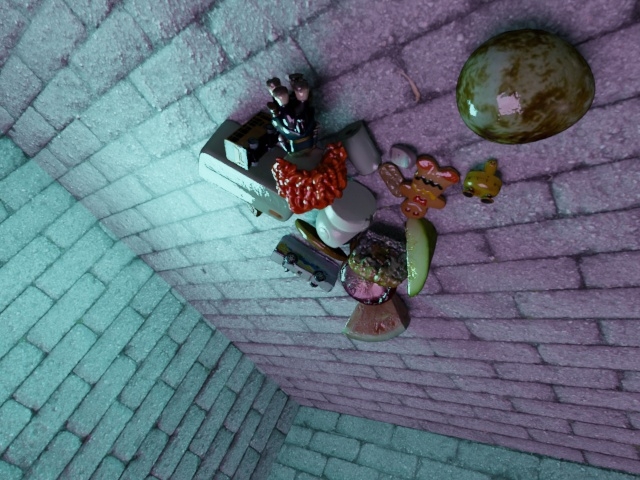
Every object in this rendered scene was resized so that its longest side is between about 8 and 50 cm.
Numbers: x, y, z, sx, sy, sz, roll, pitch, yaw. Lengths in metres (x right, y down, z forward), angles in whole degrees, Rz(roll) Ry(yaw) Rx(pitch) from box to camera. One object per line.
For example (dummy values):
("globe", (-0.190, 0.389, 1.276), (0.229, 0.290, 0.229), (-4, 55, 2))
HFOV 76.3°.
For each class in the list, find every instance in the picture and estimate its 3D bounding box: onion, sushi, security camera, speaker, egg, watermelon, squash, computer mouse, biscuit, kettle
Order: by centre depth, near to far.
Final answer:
("egg", (0.446, -0.330, 0.896), (0.289, 0.238, 0.238), (6, 144, -8))
("computer mouse", (0.258, -0.261, 1.261), (0.096, 0.039, 0.066), (38, 144, 36))
("kettle", (0.115, -0.284, 1.290), (0.126, 0.098, 0.148), (-13, 130, 36))
("biscuit", (0.338, -0.153, 1.327), (0.165, 0.036, 0.250), (26, 140, 0))
("biscuit", (0.247, -0.200, 1.365), (0.071, 0.018, 0.147), (-10, 128, 42))
("squash", (0.337, 0.054, 1.410), (0.093, 0.252, 0.169), (-10, 129, 39))
("security camera", (0.078, -0.079, 1.483), (0.194, 0.194, 0.236), (31, 145, -2))
("speaker", (-0.236, -0.247, 1.495), (0.406, 0.184, 0.183), (30, 143, 0))
("sushi", (0.214, 0.063, 1.531), (0.274, 0.184, 0.139), (25, 173, 13))
("biscuit", (0.000, 0.001, 1.618), (0.262, 0.037, 0.262), (38, -172, -6))
("onion", (0.200, 0.149, 1.677), (0.248, 0.248, 0.161), (22, 177, 10))
("sushi", (-0.280, -0.156, 1.747), (0.052, 0.055, 0.120), (-3, 123, 52))
("watermelon", (0.243, 0.335, 1.822), (0.283, 0.250, 0.293), (0, 137, 27))

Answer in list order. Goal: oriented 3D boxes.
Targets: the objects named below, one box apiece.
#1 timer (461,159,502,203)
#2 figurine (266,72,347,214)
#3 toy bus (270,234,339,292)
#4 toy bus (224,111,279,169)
("timer", (0.479, -0.174, 1.197), (0.107, 0.109, 0.107), (23, 173, 3))
("figurine", (-0.059, -0.287, 1.232), (0.306, 0.241, 0.412), (3, 116, 66))
("toy bus", (-0.064, 0.105, 1.849), (0.317, 0.138, 0.112), (31, 149, -4))
("toy bus", (-0.220, -0.340, 1.368), (0.114, 0.201, 0.098), (28, 145, 16))
